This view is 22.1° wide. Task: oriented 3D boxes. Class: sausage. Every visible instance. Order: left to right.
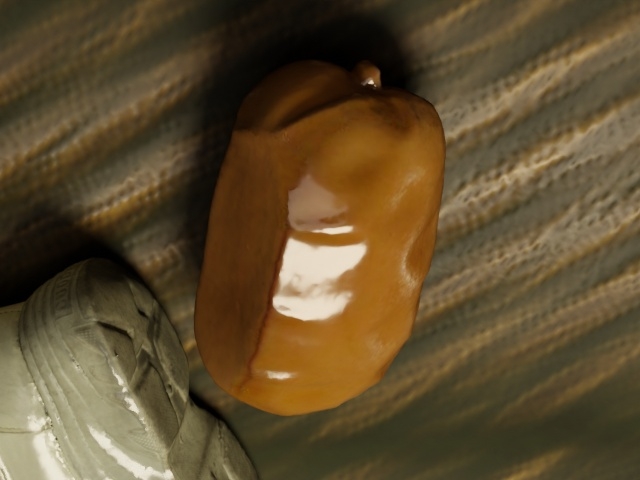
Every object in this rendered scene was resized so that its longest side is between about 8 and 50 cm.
[{"bbox_3d":[-0.001,0.000,1.004,0.136,0.120,0.241,-13,130,-29],"label":"sausage"}]

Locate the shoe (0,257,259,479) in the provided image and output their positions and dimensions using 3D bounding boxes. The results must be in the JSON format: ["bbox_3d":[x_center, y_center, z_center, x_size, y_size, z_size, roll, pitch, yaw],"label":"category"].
[{"bbox_3d":[-0.165,0.180,1.129,0.211,0.132,0.342,-16,117,17],"label":"shoe"}]
